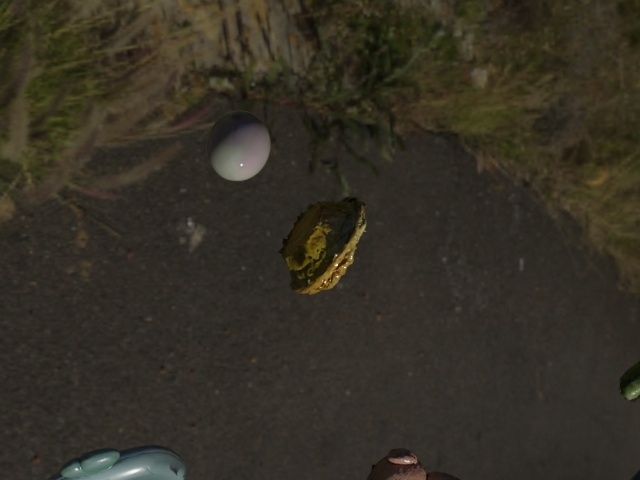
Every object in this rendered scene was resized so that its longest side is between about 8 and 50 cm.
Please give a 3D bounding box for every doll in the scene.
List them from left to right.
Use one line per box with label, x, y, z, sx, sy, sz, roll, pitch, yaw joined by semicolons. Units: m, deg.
doll;0.232;0.580;2.000;0.201;0.303;0.156;-59;-179;38

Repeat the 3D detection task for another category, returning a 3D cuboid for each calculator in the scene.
calculator;-0.293;0.347;1.352;0.299;0.186;0.041;78;-5;-68

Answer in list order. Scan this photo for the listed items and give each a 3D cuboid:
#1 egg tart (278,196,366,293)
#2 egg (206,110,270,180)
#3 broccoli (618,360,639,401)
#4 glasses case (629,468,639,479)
egg tart;-0.001;-0.001;1.678;0.090;0.212;0.212;36;50;-21
egg;-0.133;-0.153;1.510;0.135;0.103;0.103;-85;157;-49
broccoli;0.715;0.227;1.775;0.199;0.275;0.177;28;23;-18
glasses case;0.626;0.556;1.948;0.184;0.039;0.077;-37;157;-27
